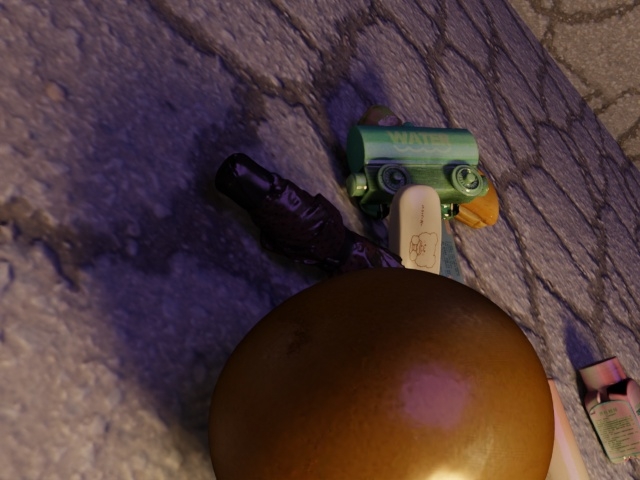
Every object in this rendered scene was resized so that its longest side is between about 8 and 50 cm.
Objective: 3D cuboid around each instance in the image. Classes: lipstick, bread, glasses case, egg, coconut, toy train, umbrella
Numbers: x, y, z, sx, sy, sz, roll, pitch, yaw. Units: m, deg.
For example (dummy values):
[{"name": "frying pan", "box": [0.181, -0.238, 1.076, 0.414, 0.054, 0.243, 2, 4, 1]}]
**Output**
[{"name": "lipstick", "box": [0.375, 0.384, 0.968, 0.087, 0.087, 0.326, 12, 56, -45]}, {"name": "bread", "box": [0.262, -0.104, 1.200, 0.201, 0.077, 0.115, 26, 55, -36]}, {"name": "glasses case", "box": [0.138, 0.013, 0.922, 0.074, 0.049, 0.193, -3, 101, -28]}, {"name": "egg", "box": [0.062, 0.165, 0.593, 0.352, 0.283, 0.282, 8, 59, -40]}, {"name": "coconut", "box": [0.101, -0.189, 1.067, 0.083, 0.081, 0.082, -6, 105, -66]}, {"name": "toy train", "box": [0.153, -0.120, 1.005, 0.249, 0.101, 0.159, 0, 69, -21]}, {"name": "umbrella", "box": [0.000, 0.000, 0.801, 0.326, 0.090, 0.094, 35, 46, -29]}]

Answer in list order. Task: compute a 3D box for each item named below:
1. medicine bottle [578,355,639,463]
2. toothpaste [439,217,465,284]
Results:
[{"name": "medicine bottle", "box": [0.595, 0.334, 1.254, 0.119, 0.094, 0.187, -1, 66, -52]}, {"name": "toothpaste", "box": [0.194, 0.033, 1.044, 0.044, 0.070, 0.193, 1, 60, -16]}]
